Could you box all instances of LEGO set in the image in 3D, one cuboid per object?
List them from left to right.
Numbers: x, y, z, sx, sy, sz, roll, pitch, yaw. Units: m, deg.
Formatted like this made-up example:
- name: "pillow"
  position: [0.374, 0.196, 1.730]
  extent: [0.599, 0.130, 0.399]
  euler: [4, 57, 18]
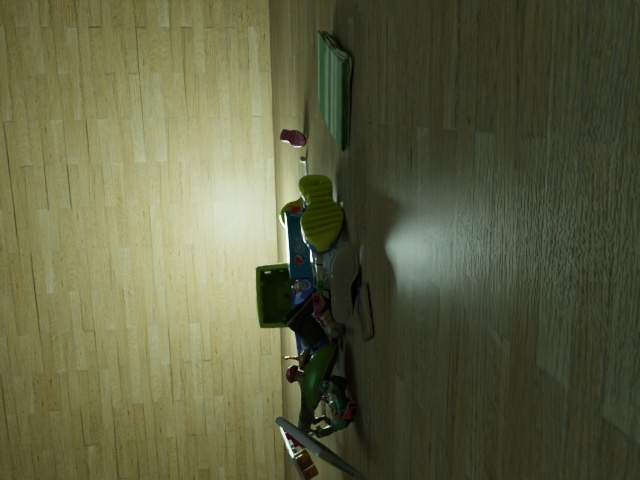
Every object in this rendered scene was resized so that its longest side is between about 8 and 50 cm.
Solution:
- name: "LEGO set"
  position: [0.026, 0.145, 1.761]
  extent: [0.227, 0.086, 0.093]
  euler: [92, 175, -51]

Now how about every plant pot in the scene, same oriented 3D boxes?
- name: "plant pot"
  position: [-0.119, 0.206, 2.324]
  extent: [0.207, 0.227, 0.228]
  euler: [106, 159, -81]

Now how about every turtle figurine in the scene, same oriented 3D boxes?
- name: "turtle figurine"
  position: [0.039, 0.465, 1.724]
  extent: [0.234, 0.118, 0.175]
  euler: [-46, -27, -79]

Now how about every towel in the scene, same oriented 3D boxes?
- name: "towel"
  position: [0.036, -0.418, 1.716]
  extent: [0.325, 0.038, 0.248]
  euler: [-111, 19, -58]

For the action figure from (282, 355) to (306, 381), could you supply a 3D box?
- name: "action figure"
  position: [-0.074, 0.500, 2.412]
  extent: [0.280, 0.138, 0.092]
  euler: [173, 95, -83]

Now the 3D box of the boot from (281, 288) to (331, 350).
- name: "boot"
  position: [-0.005, 0.233, 1.957]
  extent: [0.137, 0.198, 0.077]
  euler: [47, 163, 6]

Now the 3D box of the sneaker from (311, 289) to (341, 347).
- name: "sneaker"
  position: [0.015, 0.243, 1.899]
  extent: [0.069, 0.083, 0.186]
  euler: [125, 141, -76]

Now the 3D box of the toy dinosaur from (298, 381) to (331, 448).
- name: "toy dinosaur"
  position: [-0.027, 0.593, 2.177]
  extent: [0.064, 0.118, 0.268]
  euler: [-161, 69, -80]

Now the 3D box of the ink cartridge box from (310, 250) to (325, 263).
- name: "ink cartridge box"
  position: [0.000, 0.000, 1.985]
  extent: [0.181, 0.061, 0.104]
  euler: [-102, 12, -47]

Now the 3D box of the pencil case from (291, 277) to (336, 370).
- name: "pencil case"
  position: [-0.020, 0.265, 2.036]
  extent: [0.119, 0.133, 0.306]
  euler: [29, -133, -50]

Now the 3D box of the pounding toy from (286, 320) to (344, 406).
- name: "pounding toy"
  position: [-0.022, 0.339, 1.786]
  extent: [0.183, 0.110, 0.237]
  euler: [0, -72, -79]

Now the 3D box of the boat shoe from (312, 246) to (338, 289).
- name: "boat shoe"
  position: [0.016, 0.089, 1.842]
  extent: [0.227, 0.081, 0.079]
  euler: [102, 160, -62]

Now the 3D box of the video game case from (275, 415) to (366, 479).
- name: "video game case"
  position: [-0.002, 0.551, 1.666]
  extent: [0.212, 0.193, 0.023]
  euler: [17, 68, 54]

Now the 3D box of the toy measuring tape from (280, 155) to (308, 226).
- name: "toy measuring tape"
  position: [-0.103, -0.156, 2.424]
  extent: [0.121, 0.121, 0.330]
  euler: [172, 95, -81]

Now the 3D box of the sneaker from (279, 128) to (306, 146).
- name: "sneaker"
  position: [-0.090, -0.394, 2.451]
  extent: [0.170, 0.074, 0.063]
  euler: [27, 104, 54]

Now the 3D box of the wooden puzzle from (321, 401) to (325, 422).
- name: "wooden puzzle"
  position: [0.010, 0.626, 2.307]
  extent: [0.083, 0.006, 0.049]
  euler: [-115, 24, -67]

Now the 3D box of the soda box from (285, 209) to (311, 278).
- name: "soda box"
  position: [-0.071, 0.011, 2.008]
  extent: [0.067, 0.071, 0.210]
  euler: [-113, 19, -68]

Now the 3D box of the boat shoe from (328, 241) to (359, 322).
- name: "boat shoe"
  position: [0.062, 0.103, 1.601]
  extent: [0.065, 0.075, 0.206]
  euler: [-34, -53, -75]

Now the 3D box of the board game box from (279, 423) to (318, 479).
- name: "board game box"
  position: [0.004, 0.737, 1.802]
  extent: [0.390, 0.050, 0.390]
  euler: [63, 170, 0]

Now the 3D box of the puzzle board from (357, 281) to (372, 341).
- name: "puzzle board"
  position: [0.109, 0.174, 1.523]
  extent: [0.096, 0.011, 0.128]
  euler: [110, 156, -71]

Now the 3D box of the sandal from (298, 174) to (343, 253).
- name: "sandal"
  position: [0.002, -0.059, 1.821]
  extent: [0.317, 0.126, 0.138]
  euler: [-92, -1, -53]
